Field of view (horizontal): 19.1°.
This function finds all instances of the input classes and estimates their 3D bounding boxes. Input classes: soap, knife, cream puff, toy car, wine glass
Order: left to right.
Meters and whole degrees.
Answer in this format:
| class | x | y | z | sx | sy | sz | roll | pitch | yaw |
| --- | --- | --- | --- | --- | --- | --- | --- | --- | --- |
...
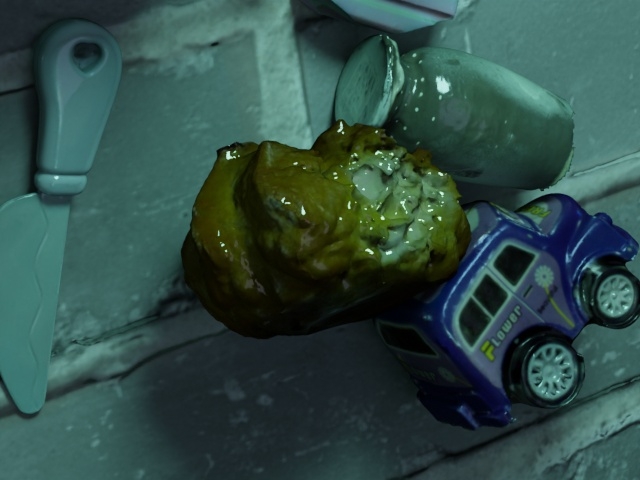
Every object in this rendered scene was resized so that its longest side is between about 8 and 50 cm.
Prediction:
| class | x | y | z | sx | sy | sz | roll | pitch | yaw |
| --- | --- | --- | --- | --- | --- | --- | --- | --- | --- |
| knife | -0.227 | -0.016 | 1.534 | 0.080 | 0.044 | 0.331 | 7 | 103 | -32 |
| cream puff | 0.000 | 0.000 | 1.546 | 0.241 | 0.269 | 0.155 | -19 | 72 | 4 |
| soap | 0.050 | -0.230 | 1.623 | 0.149 | 0.056 | 0.100 | 12 | 94 | -33 |
| wine glass | 0.117 | -0.109 | 1.661 | 0.204 | 0.111 | 0.111 | 14 | 96 | -28 |
| toy car | 0.162 | 0.045 | 1.703 | 0.235 | 0.172 | 0.158 | -48 | 111 | -16 |
